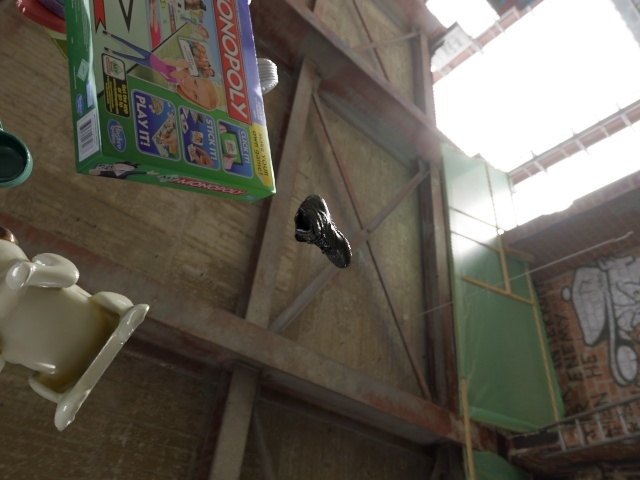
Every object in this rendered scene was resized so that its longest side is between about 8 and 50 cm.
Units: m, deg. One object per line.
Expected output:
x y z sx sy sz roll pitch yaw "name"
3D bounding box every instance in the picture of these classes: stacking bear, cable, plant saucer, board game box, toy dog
-0.627 -0.693 1.153 0.164 0.289 0.175 19 -145 -50 "stacking bear"
-0.255 -0.494 1.430 0.257 0.257 0.089 -25 -79 -36 "cable"
-0.721 -0.589 1.373 0.188 0.188 0.045 6 -97 -12 "plant saucer"
-0.152 -0.209 0.477 0.213 0.046 0.317 4 -107 -55 "board game box"
-0.621 0.136 0.975 0.408 0.395 0.284 38 -99 -17 "toy dog"

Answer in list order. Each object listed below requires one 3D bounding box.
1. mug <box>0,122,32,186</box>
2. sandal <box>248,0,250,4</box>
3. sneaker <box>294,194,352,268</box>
-0.771 -0.205 1.101 0.129 0.097 0.158 27 -104 -22 "mug"
-0.172 -0.444 0.795 0.303 0.120 0.086 -55 -28 -13 "sandal"
0.000 0.000 1.232 0.227 0.087 0.130 62 -141 -18 "sneaker"
